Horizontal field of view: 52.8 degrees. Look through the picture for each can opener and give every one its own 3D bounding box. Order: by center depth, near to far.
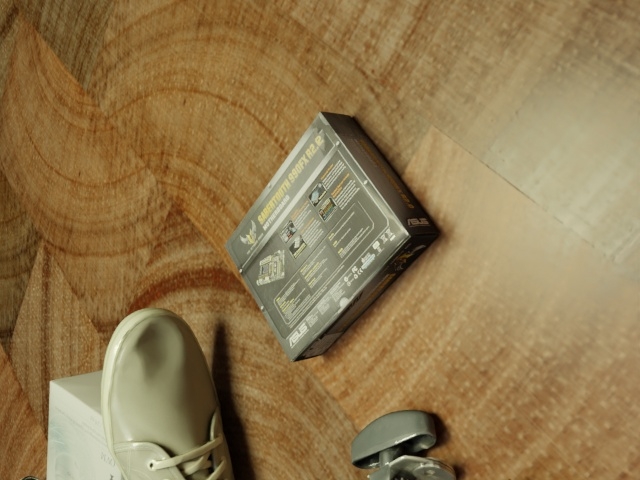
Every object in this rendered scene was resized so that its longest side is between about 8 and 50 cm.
[{"bbox_3d":[0.035,0.281,0.726,0.283,0.076,0.095,-43,32,36],"label":"can opener"}]

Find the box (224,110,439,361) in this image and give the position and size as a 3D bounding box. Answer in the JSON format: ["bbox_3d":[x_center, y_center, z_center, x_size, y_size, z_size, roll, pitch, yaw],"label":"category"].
[{"bbox_3d":[0.000,0.000,0.738,0.231,0.056,0.183,-51,59,32],"label":"box"}]

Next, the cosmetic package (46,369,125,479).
[{"bbox_3d":[-0.309,0.341,0.990,0.224,0.138,0.224,12,102,42],"label":"cosmetic package"}]

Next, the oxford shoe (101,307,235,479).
[{"bbox_3d":[-0.175,0.307,0.845,0.130,0.169,0.448,0,99,48],"label":"oxford shoe"}]

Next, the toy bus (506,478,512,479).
[{"bbox_3d":[0.184,0.351,0.535,0.212,0.149,0.220,25,106,26],"label":"toy bus"}]

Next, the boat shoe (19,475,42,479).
[{"bbox_3d":[-0.506,0.513,1.224,0.229,0.080,0.076,34,108,36],"label":"boat shoe"}]
